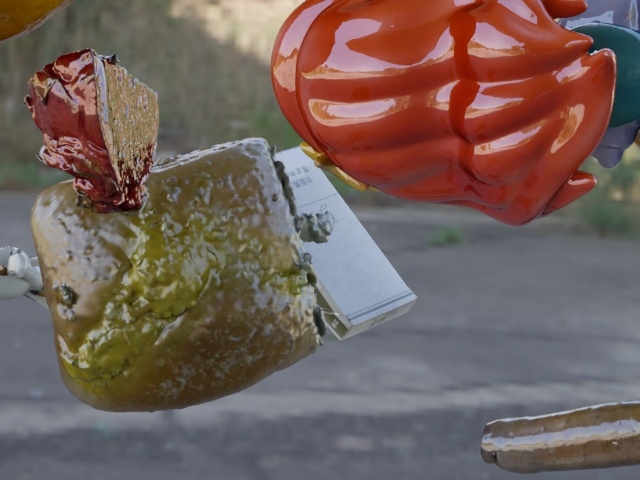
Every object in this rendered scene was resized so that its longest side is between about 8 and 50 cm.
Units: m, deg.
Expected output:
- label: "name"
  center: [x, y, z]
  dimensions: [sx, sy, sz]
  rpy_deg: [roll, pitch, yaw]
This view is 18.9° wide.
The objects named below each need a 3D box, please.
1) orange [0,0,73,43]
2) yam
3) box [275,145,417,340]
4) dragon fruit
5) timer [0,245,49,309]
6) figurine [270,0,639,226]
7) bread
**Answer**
- label: "orange"
  center: [-0.281, -0.283, 1.317]
  dimensions: [0.293, 0.340, 0.341]
  rpy_deg: [29, 23, 34]
- label: "yam"
  center: [0.222, 0.129, 1.296]
  dimensions: [0.264, 0.046, 0.046]
  rpy_deg: [-12, -1, 38]
- label: "box"
  center: [0.000, 0.000, 1.857]
  dimensions: [0.109, 0.029, 0.198]
  rpy_deg: [-20, 69, -49]
- label: "dragon fruit"
  center: [-0.169, -0.071, 1.373]
  dimensions: [0.083, 0.106, 0.162]
  rpy_deg: [-5, -7, 6]
- label: "timer"
  center: [-0.273, 0.052, 2.067]
  dimensions: [0.175, 0.175, 0.266]
  rpy_deg: [13, -1, 40]
- label: "figurine"
  center: [0.118, -0.095, 1.107]
  dimensions: [0.257, 0.181, 0.208]
  rpy_deg: [-7, 47, -23]
- label: "bread"
  center: [-0.103, 0.026, 1.549]
  dimensions: [0.246, 0.195, 0.176]
  rpy_deg: [-15, 14, -9]
